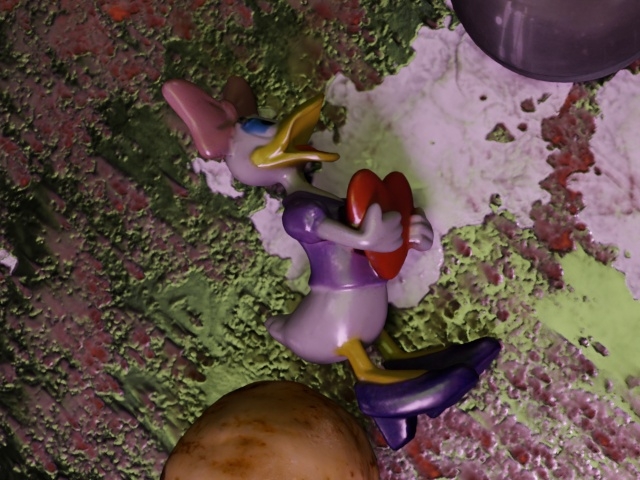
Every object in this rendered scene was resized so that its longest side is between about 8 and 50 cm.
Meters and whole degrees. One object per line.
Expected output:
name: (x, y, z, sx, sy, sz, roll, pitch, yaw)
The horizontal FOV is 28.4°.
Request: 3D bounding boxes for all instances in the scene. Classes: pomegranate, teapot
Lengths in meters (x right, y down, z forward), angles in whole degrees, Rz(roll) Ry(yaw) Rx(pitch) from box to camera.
pomegranate: (-0.042, 0.246, 1.195, 0.215, 0.215, 0.215, -1, 84, 13)
teapot: (0.213, -0.325, 1.181, 0.239, 0.239, 0.321, -21, 79, 9)

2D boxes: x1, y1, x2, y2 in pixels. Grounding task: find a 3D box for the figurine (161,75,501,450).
figurine: (0.006, 0.002, 1.246, 0.193, 0.154, 0.421, -28, 83, 27)
